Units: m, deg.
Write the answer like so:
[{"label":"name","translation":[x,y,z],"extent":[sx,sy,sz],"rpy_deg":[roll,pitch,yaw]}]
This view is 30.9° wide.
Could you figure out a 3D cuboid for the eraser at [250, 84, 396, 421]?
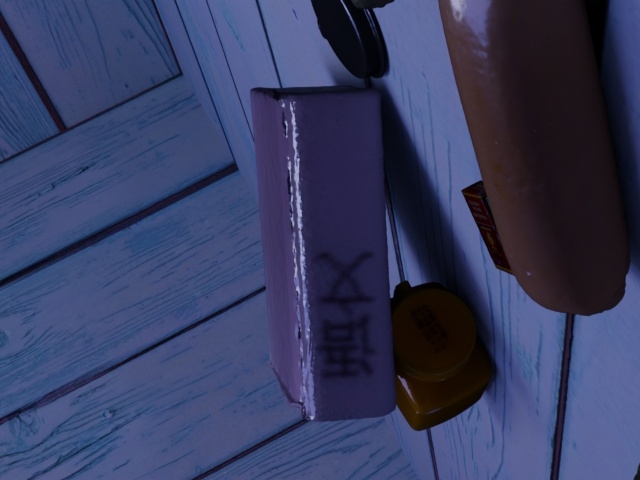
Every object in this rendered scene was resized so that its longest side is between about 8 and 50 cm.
[{"label":"eraser","translation":[0.000,0.000,1.354],"extent":[0.272,0.122,0.359],"rpy_deg":[-142,49,-77]}]

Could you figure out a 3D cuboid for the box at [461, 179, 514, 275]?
[{"label":"box","translation":[0.158,-0.011,1.029],"extent":[0.082,0.023,0.051],"rpy_deg":[64,174,-11]}]

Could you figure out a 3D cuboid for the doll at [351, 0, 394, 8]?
[{"label":"doll","translation":[0.026,-0.257,0.809],"extent":[0.203,0.091,0.286],"rpy_deg":[-77,-14,-45]}]

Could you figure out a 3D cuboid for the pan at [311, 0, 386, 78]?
[{"label":"pan","translation":[0.016,-0.229,1.228],"extent":[0.136,0.028,0.235],"rpy_deg":[64,173,-10]}]

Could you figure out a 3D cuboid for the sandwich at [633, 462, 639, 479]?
[{"label":"sandwich","translation":[0.279,0.240,0.778],"extent":[0.186,0.220,0.108],"rpy_deg":[19,150,22]}]

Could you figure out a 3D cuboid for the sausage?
[{"label":"sausage","translation":[0.138,-0.065,0.721],"extent":[0.086,0.086,0.289],"rpy_deg":[54,168,52]}]

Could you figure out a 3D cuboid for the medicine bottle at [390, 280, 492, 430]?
[{"label":"medicine bottle","translation":[0.132,0.137,1.421],"extent":[0.149,0.112,0.222],"rpy_deg":[61,173,17]}]
